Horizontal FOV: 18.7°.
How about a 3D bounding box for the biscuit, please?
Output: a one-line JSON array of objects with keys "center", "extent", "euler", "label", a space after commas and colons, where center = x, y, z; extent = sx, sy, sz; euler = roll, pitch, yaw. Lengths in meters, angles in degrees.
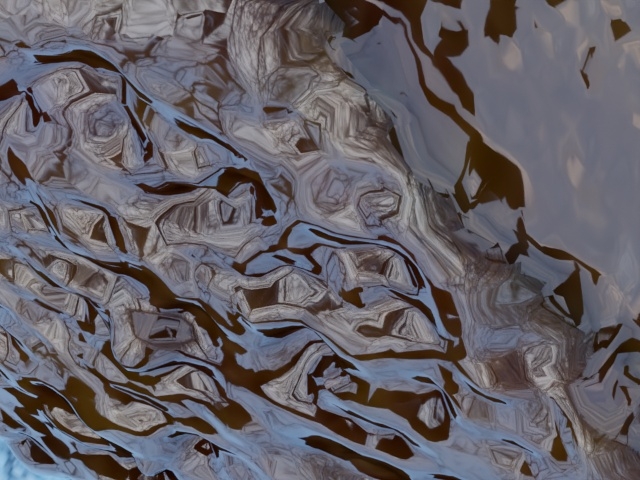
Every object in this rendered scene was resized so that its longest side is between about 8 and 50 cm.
[{"center": [0.000, 0.000, 0.657], "extent": [0.395, 0.342, 0.166], "euler": [47, -126, -24], "label": "biscuit"}]
